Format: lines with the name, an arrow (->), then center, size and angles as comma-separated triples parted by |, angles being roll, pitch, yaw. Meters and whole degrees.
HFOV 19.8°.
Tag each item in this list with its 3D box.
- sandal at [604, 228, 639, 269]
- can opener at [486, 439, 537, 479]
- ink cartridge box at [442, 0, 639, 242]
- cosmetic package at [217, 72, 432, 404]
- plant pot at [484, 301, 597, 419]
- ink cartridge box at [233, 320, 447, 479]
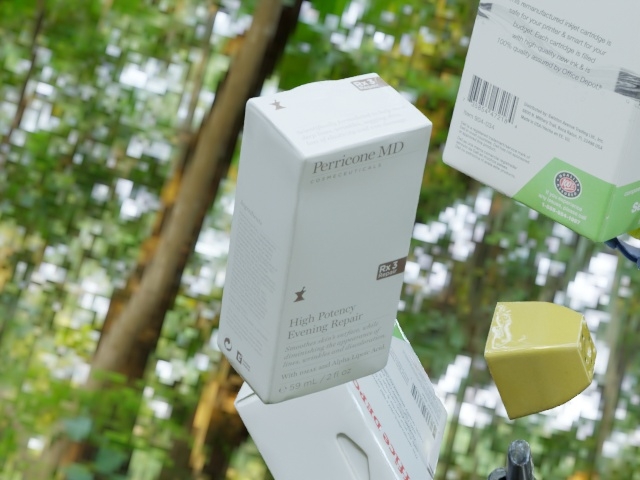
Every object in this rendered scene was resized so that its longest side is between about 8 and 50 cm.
sandal -> 0.361, -0.005, 1.900 | 0.317, 0.126, 0.138 | 47, -5, 6
can opener -> 0.178, 0.261, 1.784 | 0.059, 0.073, 0.186 | -11, 18, 15
ink cartridge box -> 0.247, -0.167, 1.728 | 0.198, 0.272, 0.115 | 31, 32, 33
cosmetic package -> 0.000, 0.000, 1.370 | 0.117, 0.231, 0.085 | -16, 43, -30
plant pot -> 0.207, 0.106, 1.687 | 0.083, 0.081, 0.081 | -9, -57, 23
ink cartridge box -> 0.028, 0.181, 1.955 | 0.122, 0.211, 0.289 | -25, 12, 16
